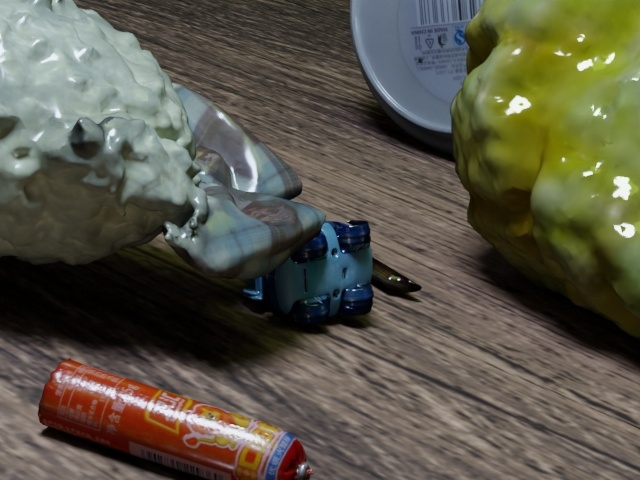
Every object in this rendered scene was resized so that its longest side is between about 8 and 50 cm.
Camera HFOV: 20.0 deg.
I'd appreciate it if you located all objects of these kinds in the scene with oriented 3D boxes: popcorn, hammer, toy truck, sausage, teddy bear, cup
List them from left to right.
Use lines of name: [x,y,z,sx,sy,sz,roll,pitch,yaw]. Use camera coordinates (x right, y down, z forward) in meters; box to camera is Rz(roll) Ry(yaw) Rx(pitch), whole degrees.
teddy bear: [-0.252,-0.033,0.969,0.362,0.375,0.327,51,3,-22]
sausage: [-0.063,0.087,0.823,0.129,0.034,0.034,16,17,14]
toy truck: [-0.016,0.014,1.066,0.073,0.056,0.090,-11,15,-40]
hammer: [0.000,0.000,1.176,0.065,0.021,0.178,-3,25,-40]
cup: [0.216,-0.168,1.562,0.323,0.237,0.327,51,30,15]
popcorn: [0.253,-0.080,1.147,0.334,0.292,0.293,3,26,-6]
